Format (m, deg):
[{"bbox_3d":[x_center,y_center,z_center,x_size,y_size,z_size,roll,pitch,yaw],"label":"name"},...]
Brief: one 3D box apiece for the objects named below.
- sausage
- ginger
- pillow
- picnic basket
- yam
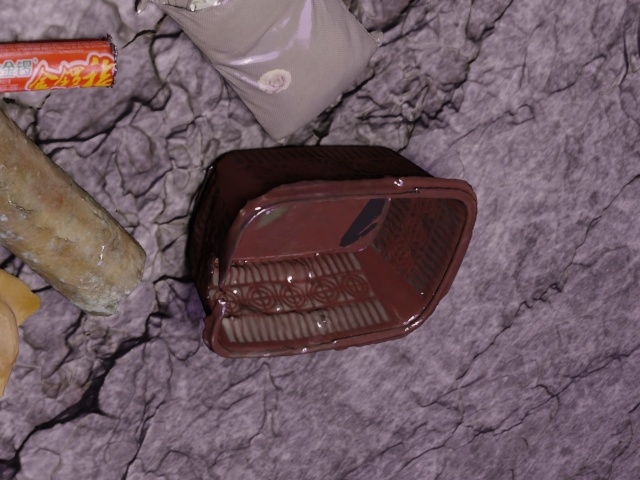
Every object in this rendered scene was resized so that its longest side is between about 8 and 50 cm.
[{"bbox_3d":[-0.246,-0.148,1.093,0.145,0.048,0.050,-7,166,-30],"label":"sausage"},{"bbox_3d":[-0.351,0.081,1.164,0.115,0.123,0.193,-33,135,22],"label":"ginger"},{"bbox_3d":[-0.043,-0.200,1.188,0.169,0.059,0.255,-45,137,1],"label":"pillow"},{"bbox_3d":[0.000,0.000,1.331,0.297,0.129,0.222,-4,128,-32],"label":"picnic basket"},{"bbox_3d":[-0.249,-0.022,1.163,0.093,0.093,0.259,-40,138,0],"label":"yam"}]
